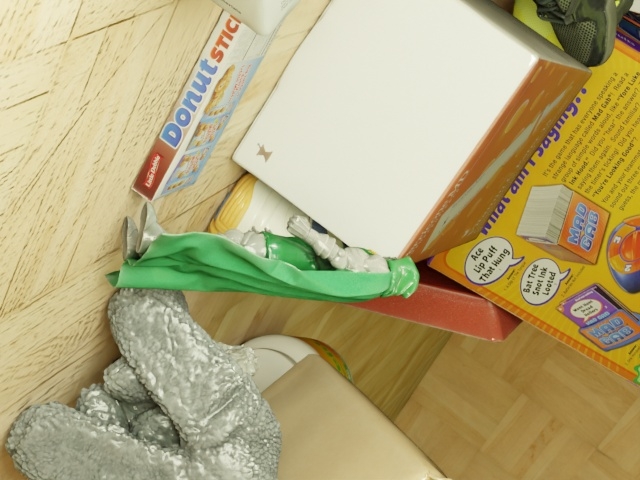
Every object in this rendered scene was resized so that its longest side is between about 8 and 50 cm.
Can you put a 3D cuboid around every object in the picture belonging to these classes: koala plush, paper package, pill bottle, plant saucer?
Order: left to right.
[{"bbox_3d":[-0.128,0.160,1.148,0.196,0.203,0.221,-52,180,-4],"label":"koala plush"},{"bbox_3d":[-0.045,0.182,1.584,0.136,0.136,0.246,-53,168,2],"label":"pill bottle"},{"bbox_3d":[-0.028,0.287,1.145,0.309,0.168,0.325,-38,-160,-5],"label":"paper package"},{"bbox_3d":[0.153,0.054,1.765,0.258,0.259,0.047,-27,128,-65],"label":"plant saucer"}]

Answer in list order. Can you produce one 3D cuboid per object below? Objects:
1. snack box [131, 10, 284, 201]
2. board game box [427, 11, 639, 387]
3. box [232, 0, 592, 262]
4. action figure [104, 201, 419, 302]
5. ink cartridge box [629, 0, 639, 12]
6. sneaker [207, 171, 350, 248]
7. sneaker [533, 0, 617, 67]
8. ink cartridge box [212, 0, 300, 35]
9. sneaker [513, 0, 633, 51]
[{"bbox_3d":[-0.073,-0.107,0.930,0.178,0.022,0.064,-59,168,25],"label":"snack box"},{"bbox_3d":[0.387,-0.084,1.719,0.356,0.356,0.356,-58,-175,22],"label":"board game box"},{"bbox_3d":[0.099,-0.118,1.199,0.215,0.168,0.345,-56,167,15],"label":"box"},{"bbox_3d":[-0.030,0.015,0.990,0.137,0.232,0.063,161,-64,-63],"label":"action figure"},{"bbox_3d":[0.437,-0.353,1.555,0.309,0.130,0.271,-65,170,-65],"label":"ink cartridge box"},{"bbox_3d":[0.000,0.000,1.258,0.111,0.131,0.296,-58,168,17],"label":"sneaker"},{"bbox_3d":[0.217,-0.251,1.303,0.130,0.087,0.227,-39,129,-21],"label":"sneaker"},{"bbox_3d":[-0.014,-0.224,0.663,0.153,0.087,0.208,-49,168,-17],"label":"ink cartridge box"},{"bbox_3d":[0.282,-0.350,1.378,0.147,0.145,0.384,-15,139,-43],"label":"sneaker"}]
